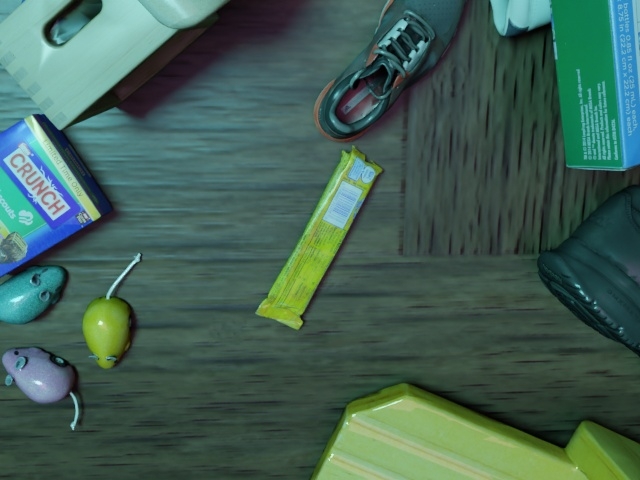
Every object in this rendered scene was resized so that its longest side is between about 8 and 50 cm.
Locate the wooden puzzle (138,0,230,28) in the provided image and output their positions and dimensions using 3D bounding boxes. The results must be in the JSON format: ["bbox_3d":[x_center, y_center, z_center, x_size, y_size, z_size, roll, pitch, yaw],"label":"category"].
[{"bbox_3d":[-0.091,-0.267,0.435,0.221,0.044,0.239,47,55,-12],"label":"wooden puzzle"}]

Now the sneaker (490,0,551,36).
[{"bbox_3d":[0.112,-0.264,0.475,0.091,0.094,0.258,-30,103,2],"label":"sneaker"}]

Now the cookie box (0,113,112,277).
[{"bbox_3d":[-0.233,-0.032,0.534,0.107,0.040,0.092,-31,103,3],"label":"cookie box"}]

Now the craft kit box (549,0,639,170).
[{"bbox_3d":[0.260,-0.194,0.472,0.246,0.061,0.250,-15,103,-23],"label":"craft kit box"}]

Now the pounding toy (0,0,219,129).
[{"bbox_3d":[-0.137,-0.167,0.473,0.141,0.130,0.100,-36,104,14],"label":"pounding toy"}]

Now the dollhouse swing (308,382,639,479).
[{"bbox_3d":[0.141,0.333,0.524,0.304,0.315,0.347,20,106,-18],"label":"dollhouse swing"}]

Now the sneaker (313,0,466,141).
[{"bbox_3d":[0.058,-0.135,0.517,0.061,0.065,0.158,36,99,-11],"label":"sneaker"}]

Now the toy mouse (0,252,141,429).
[{"bbox_3d":[-0.230,0.080,0.565,0.143,0.031,0.161,9,103,-6],"label":"toy mouse"}]

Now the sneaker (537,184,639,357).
[{"bbox_3d":[0.317,0.071,0.567,0.286,0.109,0.130,41,91,-14],"label":"sneaker"}]

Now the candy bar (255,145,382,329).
[{"bbox_3d":[0.000,0.000,0.569,0.040,0.018,0.162,26,100,-13],"label":"candy bar"}]
